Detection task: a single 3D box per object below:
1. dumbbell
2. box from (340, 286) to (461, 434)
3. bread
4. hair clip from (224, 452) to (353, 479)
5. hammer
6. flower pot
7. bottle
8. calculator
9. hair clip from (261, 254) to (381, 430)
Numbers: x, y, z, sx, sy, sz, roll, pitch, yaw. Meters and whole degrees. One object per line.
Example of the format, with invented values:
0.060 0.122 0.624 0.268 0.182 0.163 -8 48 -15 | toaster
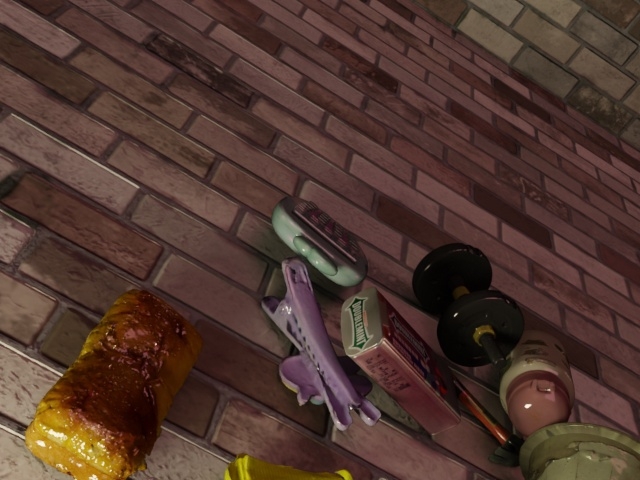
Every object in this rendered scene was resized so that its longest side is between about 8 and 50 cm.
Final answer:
0.246 0.106 1.388 0.143 0.143 0.325 21 25 -23 | dumbbell
0.121 0.179 1.200 0.224 0.069 0.120 46 24 -33 | box
-0.225 0.166 0.956 0.139 0.077 0.271 36 29 -7 | bread
-0.040 0.294 0.995 0.173 0.046 0.072 14 29 -33 | hair clip
0.227 0.245 1.323 0.287 0.033 0.111 46 33 15 | hammer
0.358 0.391 1.132 0.212 0.212 0.202 37 44 0 | flower pot
0.345 0.235 1.315 0.120 0.120 0.253 38 18 3 | bottle
0.000 0.000 1.340 0.185 0.041 0.299 39 13 -4 | calculator
-0.002 0.157 1.179 0.137 0.090 0.278 2 49 -36 | hair clip
